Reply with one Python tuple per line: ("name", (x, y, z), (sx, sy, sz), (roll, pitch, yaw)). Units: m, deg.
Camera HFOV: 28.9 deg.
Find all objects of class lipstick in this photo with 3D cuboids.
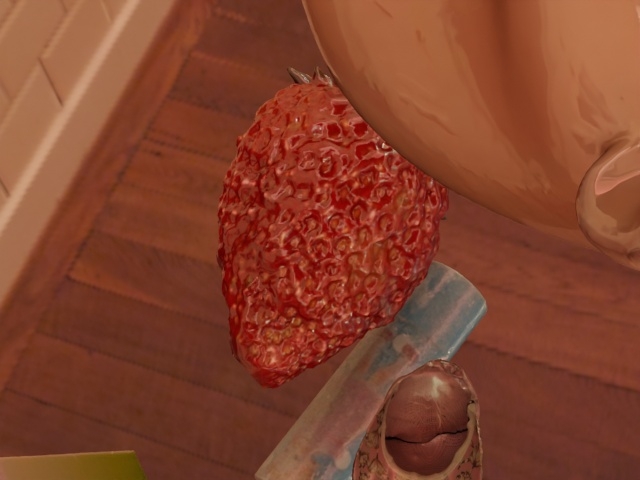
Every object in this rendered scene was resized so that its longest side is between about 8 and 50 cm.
("lipstick", (0.029, 0.084, 0.691), (0.048, 0.048, 0.158), (32, 71, 24))

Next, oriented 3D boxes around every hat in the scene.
("hat", (0.046, 0.099, 0.580), (0.058, 0.042, 0.087), (9, 68, 4))

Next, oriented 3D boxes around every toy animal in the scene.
("toy animal", (0.112, -0.105, 0.444), (0.256, 0.195, 0.213), (30, 107, 49))

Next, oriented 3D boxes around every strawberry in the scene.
("strawberry", (-0.003, -0.004, 0.634), (0.148, 0.131, 0.131), (-46, 63, -6))

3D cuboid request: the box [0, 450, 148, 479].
("box", (-0.160, 0.122, 0.333), (0.175, 0.260, 0.062), (-29, 76, 8))
